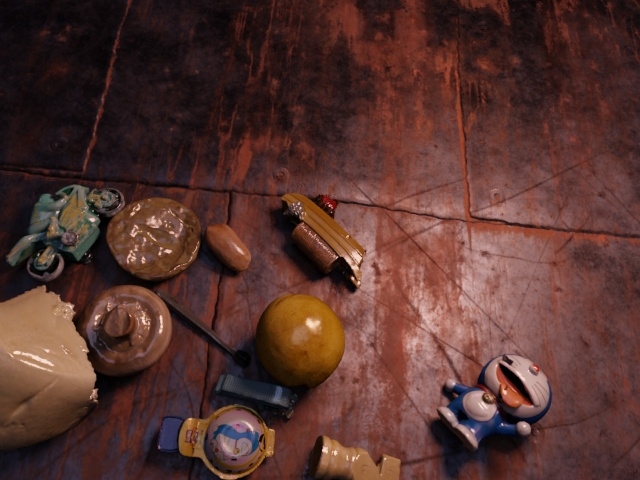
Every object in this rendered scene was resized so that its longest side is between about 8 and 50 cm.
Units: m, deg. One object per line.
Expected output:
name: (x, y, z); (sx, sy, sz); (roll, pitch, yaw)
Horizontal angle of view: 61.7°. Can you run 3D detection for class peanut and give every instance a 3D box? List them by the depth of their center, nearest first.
peanut: (-0.236, 0.017, 1.360); (0.076, 0.076, 0.152); (-39, 79, -22)

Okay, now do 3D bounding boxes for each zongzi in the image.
zongzi: (0.024, -0.101, 1.468); (0.083, 0.067, 0.073); (45, 54, -5)

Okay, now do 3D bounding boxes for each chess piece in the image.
chess piece: (0.081, 0.495, 1.163); (0.200, 0.090, 0.090); (20, 63, -8)

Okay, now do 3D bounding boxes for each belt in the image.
belt: (-0.148, 0.346, 1.216); (0.179, 0.100, 0.065); (10, 63, 16)

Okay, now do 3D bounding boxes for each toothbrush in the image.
toothbrush: (-0.286, 0.205, 1.286); (0.297, 0.031, 0.030); (35, 39, 12)

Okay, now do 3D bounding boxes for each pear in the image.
pear: (-0.044, 0.230, 1.201); (0.208, 0.209, 0.209); (3, 63, -5)

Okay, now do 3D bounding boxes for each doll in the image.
doll: (0.395, 0.360, 1.217); (0.256, 0.161, 0.215); (-30, 45, -16)

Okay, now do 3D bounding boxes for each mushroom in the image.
mushroom: (-0.433, 0.191, 1.174); (0.207, 0.215, 0.208); (3, 72, -10)

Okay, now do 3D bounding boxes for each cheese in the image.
cheese: (-0.224, 0.431, 1.160); (0.250, 0.064, 0.157); (6, 62, -6)

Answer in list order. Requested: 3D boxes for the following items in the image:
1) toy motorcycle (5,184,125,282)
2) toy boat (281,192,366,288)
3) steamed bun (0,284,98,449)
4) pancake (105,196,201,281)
toy motorcycle: (-0.641, -0.040, 1.326); (0.198, 0.109, 0.297); (25, 62, 8)
toy boat: (0.000, 0.000, 1.385); (0.115, 0.089, 0.310); (-41, 75, -19)
steamed bun: (-0.588, 0.278, 1.069); (0.272, 0.273, 0.290); (36, 106, 7)
pancake: (-0.421, -0.004, 1.355); (0.241, 0.050, 0.242); (9, 57, -14)
